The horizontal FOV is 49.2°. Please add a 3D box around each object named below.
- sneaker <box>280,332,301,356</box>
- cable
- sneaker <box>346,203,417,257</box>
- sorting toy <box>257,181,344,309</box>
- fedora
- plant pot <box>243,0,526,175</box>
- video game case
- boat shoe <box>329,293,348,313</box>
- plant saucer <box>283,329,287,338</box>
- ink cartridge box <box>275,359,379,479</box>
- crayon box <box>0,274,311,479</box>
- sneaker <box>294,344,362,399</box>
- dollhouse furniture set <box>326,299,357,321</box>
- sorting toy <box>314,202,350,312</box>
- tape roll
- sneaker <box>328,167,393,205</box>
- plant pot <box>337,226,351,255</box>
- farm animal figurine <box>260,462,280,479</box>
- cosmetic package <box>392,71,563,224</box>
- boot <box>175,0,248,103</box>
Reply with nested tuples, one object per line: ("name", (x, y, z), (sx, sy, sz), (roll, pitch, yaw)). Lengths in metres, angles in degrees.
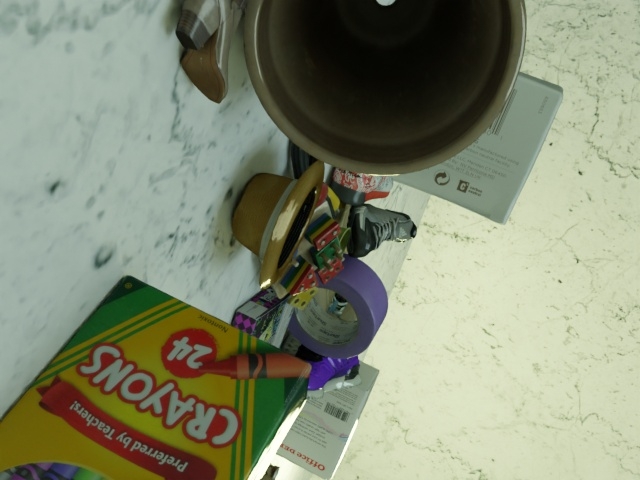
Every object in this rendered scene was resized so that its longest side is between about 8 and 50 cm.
("sneaker", (-0.061, 0.257, 1.464), (0.235, 0.090, 0.095), (-64, 158, -20))
("cable", (-0.032, -0.078, 1.055), (0.139, 0.072, 0.287), (-43, 149, -18))
("sneaker", (0.119, -0.022, 1.307), (0.229, 0.132, 0.086), (-84, -175, -70))
("sorting toy", (-0.019, 0.028, 1.071), (0.132, 0.046, 0.274), (-39, 148, -15))
("fedora", (-0.061, -0.031, 0.889), (0.194, 0.079, 0.194), (24, 90, -85))
("plant pot", (0.065, -0.235, 0.731), (0.229, 0.263, 0.263), (-81, -173, -57))
("video game case", (-0.115, 0.190, 1.179), (0.232, 0.041, 0.210), (-70, 168, 19))
("boat shoe", (0.055, 0.158, 1.807), (0.081, 0.079, 0.228), (7, 102, -68))
("plant saucer", (-0.086, 0.190, 1.377), (0.083, 0.013, 0.083), (-60, 166, -25))
("ink cartridge box", (-0.006, 0.404, 1.691), (0.117, 0.201, 0.278), (-39, 151, -65))
("crayon box", (-0.167, 0.198, 0.577), (0.318, 0.202, 0.081), (-58, 165, -36))
("sneaker", (-0.011, 0.229, 1.393), (0.293, 0.102, 0.146), (6, 85, -62))
("dollhouse furniture set", (0.038, 0.167, 1.597), (0.129, 0.129, 0.184), (-57, 163, -36))
("sorting toy", (0.026, -0.006, 1.440), (0.307, 0.041, 0.229), (87, 26, -53))
("tape roll", (0.025, 0.120, 1.296), (0.080, 0.189, 0.189), (-52, 162, -51))
("sneaker", (0.105, -0.159, 1.332), (0.145, 0.090, 0.270), (-67, 166, 20))
("plant pot", (0.000, 0.000, 1.213), (0.083, 0.079, 0.083), (-61, 168, -22))
("farm animal figurine", (-0.155, 0.365, 0.940), (0.330, 0.172, 0.327), (-43, 155, -44))
("cosmetic package", (0.387, -0.279, 1.745), (0.393, 0.329, 0.327), (-35, 147, -66))
("boot", (-0.083, -0.180, 0.587), (0.118, 0.042, 0.087), (82, 32, -70))
